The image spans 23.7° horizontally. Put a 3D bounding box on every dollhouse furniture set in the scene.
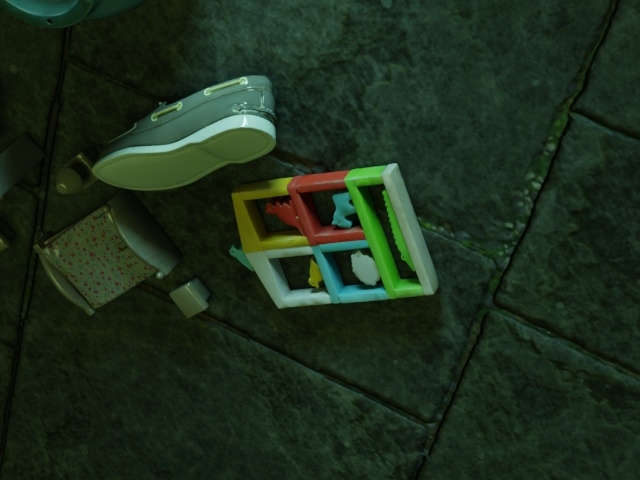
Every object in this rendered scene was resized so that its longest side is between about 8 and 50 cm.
[{"bbox_3d":[-0.396,0.047,2.220,0.303,0.174,0.355,-29,105,38],"label":"dollhouse furniture set"}]

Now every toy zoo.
[{"bbox_3d":[0.000,0.000,2.079,0.293,0.030,0.192,-6,119,29],"label":"toy zoo"}]

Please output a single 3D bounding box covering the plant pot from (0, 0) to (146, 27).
[{"bbox_3d":[-0.308,-0.379,1.838,0.293,0.196,0.293,16,138,15],"label":"plant pot"}]

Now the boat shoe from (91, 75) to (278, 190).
[{"bbox_3d":[-0.181,-0.141,2.037,0.305,0.091,0.109,-14,151,36],"label":"boat shoe"}]
